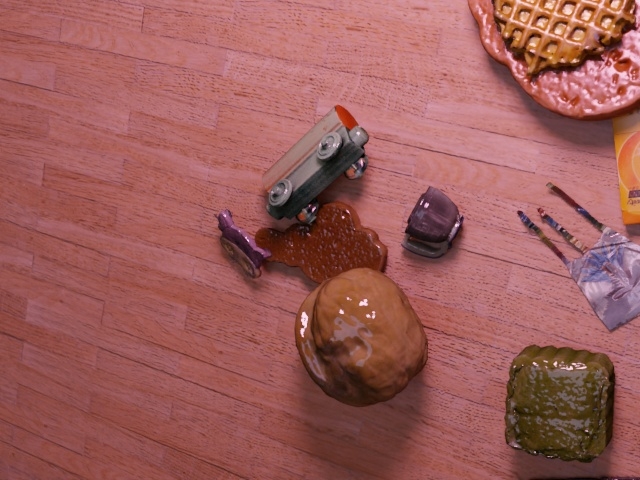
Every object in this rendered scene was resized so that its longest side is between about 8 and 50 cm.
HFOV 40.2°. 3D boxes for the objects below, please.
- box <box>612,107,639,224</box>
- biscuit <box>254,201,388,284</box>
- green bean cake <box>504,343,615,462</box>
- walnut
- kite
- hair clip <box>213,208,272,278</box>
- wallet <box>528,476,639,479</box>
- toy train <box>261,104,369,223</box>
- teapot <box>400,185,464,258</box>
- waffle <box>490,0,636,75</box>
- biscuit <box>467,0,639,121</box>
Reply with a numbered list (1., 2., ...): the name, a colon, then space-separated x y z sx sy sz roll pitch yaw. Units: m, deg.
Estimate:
1. box: 0.627 -0.169 1.627 0.152 0.043 0.269 -6 92 28
2. biscuit: -0.002 0.009 1.949 0.320 0.047 0.183 -5 92 26
3. green bean cake: 0.470 0.320 1.723 0.201 0.113 0.214 3 98 25
4. walnut: 0.081 0.200 1.813 0.253 0.282 0.276 -33 83 1
5. kite: 0.536 0.015 1.710 0.169 0.015 0.310 -44 80 23
6. hair clip: -0.187 0.007 2.012 0.187 0.056 0.146 53 153 23
7. wallet: 0.588 0.593 1.743 0.323 0.041 0.247 -9 91 28
8. toy train: -0.015 -0.167 1.892 0.285 0.116 0.177 -42 40 25
9. teapot: 0.231 -0.027 1.800 0.108 0.111 0.149 29 103 5
10. waffle: 0.437 -0.436 1.594 0.254 0.052 0.245 -20 81 24
11. biscuit: 0.469 -0.436 1.637 0.350 0.078 0.455 -29 76 19
